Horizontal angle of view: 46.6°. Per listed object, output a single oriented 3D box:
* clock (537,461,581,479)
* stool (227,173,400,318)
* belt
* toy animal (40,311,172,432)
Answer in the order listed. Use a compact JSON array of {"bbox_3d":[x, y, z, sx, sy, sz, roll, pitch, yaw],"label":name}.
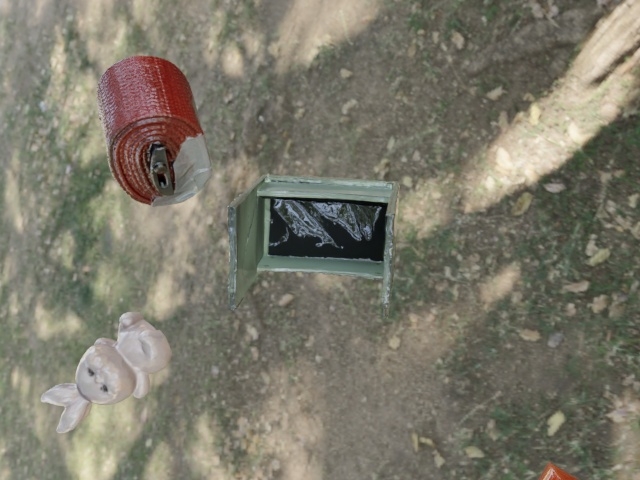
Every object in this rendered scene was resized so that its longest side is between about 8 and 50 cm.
[{"bbox_3d":[0.227,0.307,0.695,0.113,0.061,0.155,30,94,8],"label":"clock"},{"bbox_3d":[0.000,0.000,1.202,0.269,0.244,0.170,-62,-25,-73],"label":"stool"},{"bbox_3d":[-0.213,-0.128,0.963,0.201,0.128,0.124,89,165,-62],"label":"belt"},{"bbox_3d":[-0.337,0.216,1.169,0.212,0.124,0.124,-41,35,-21],"label":"toy animal"}]
